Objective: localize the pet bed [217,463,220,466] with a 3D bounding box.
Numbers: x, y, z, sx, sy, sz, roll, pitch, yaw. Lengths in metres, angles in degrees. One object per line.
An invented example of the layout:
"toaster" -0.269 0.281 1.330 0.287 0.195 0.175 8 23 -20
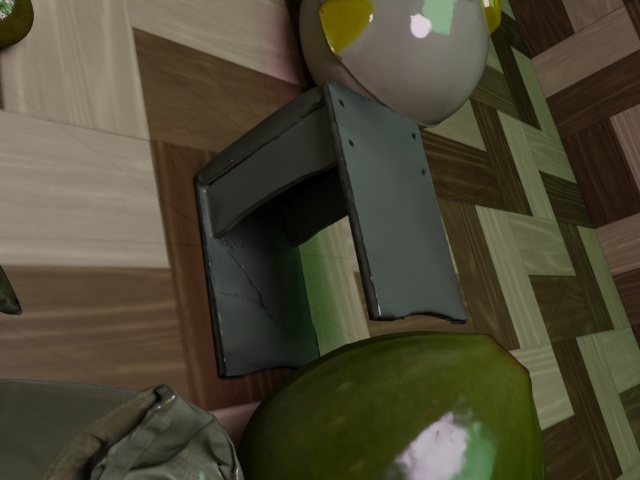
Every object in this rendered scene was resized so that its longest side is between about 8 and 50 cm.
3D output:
"pet bed" -0.175 0.236 0.506 0.201 0.053 0.201 19 56 -30

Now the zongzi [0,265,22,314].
"zongzi" -0.348 -0.138 0.436 0.360 0.160 0.322 33 49 -32

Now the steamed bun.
"steamed bun" 0.125 -0.362 0.984 0.334 0.334 0.373 29 45 -36

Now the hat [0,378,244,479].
"hat" -0.186 0.208 0.427 0.149 0.245 0.214 58 41 -63

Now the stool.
"stool" 0.000 0.000 0.687 0.170 0.244 0.269 9 63 -45

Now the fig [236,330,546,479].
"fig" 0.077 0.224 0.546 0.316 0.316 0.316 26 52 -38

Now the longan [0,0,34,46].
"longan" -0.326 -0.234 0.581 0.075 0.083 0.075 -1 94 -17
